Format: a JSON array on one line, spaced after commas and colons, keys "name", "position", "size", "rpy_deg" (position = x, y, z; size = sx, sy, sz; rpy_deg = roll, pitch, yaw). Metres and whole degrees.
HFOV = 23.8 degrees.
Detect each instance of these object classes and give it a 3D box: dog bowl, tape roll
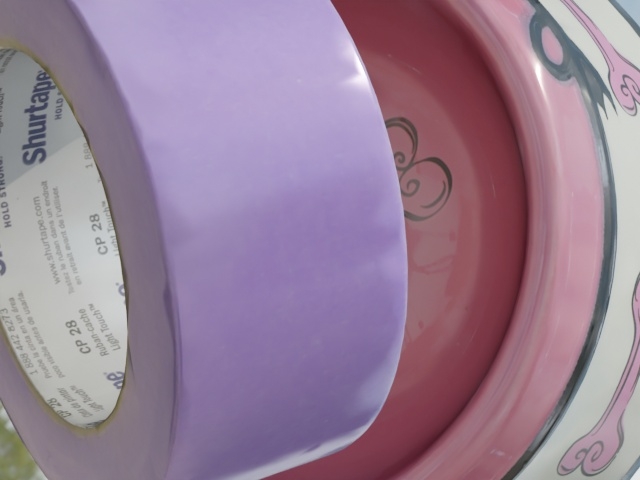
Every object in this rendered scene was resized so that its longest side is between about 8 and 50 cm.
[{"name": "dog bowl", "position": [0.000, 0.000, 0.854], "size": [0.408, 0.408, 0.150], "rpy_deg": [22, 5, 29]}, {"name": "tape roll", "position": [-0.058, -0.008, 0.500], "size": [0.189, 0.080, 0.189], "rpy_deg": [32, -52, 51]}]
